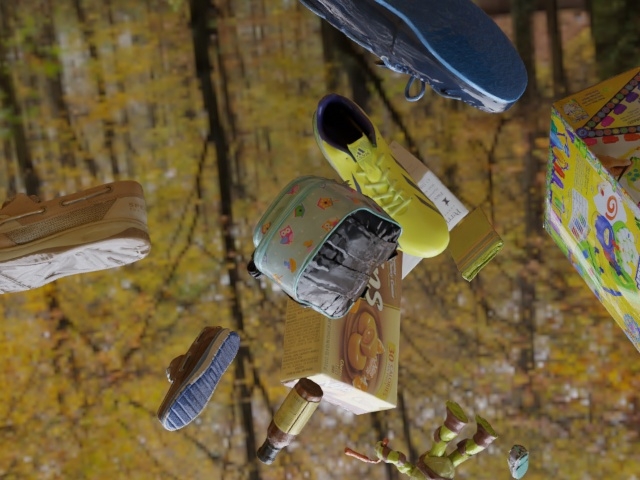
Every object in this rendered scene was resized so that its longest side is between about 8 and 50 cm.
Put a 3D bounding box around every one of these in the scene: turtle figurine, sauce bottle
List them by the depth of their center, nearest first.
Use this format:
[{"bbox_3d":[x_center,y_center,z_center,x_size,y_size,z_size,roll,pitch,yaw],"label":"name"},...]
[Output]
[{"bbox_3d":[-0.043,0.237,1.585,0.042,0.128,0.042,30,-159,-13],"label":"sauce bottle"},{"bbox_3d":[0.196,0.390,2.148,0.269,0.217,0.087,32,-161,-9],"label":"turtle figurine"}]

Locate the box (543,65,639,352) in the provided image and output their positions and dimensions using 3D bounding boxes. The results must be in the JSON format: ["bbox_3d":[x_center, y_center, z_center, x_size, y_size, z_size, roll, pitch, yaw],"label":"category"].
[{"bbox_3d":[0.469,-0.043,1.735,0.177,0.290,0.279,-23,-126,-10],"label":"box"}]

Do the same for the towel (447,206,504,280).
[{"bbox_3d":[0.303,0.004,2.396,0.102,0.021,0.237,-43,-165,10],"label":"towel"}]

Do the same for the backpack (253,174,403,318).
[{"bbox_3d":[0.000,0.000,1.551,0.144,0.166,0.188,41,-172,18],"label":"backpack"}]

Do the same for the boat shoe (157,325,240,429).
[{"bbox_3d":[-0.196,0.207,1.846,0.066,0.066,0.183,17,-124,33],"label":"boat shoe"}]

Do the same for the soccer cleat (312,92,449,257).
[{"bbox_3d":[0.079,-0.094,1.741,0.093,0.289,0.121,-34,157,-6],"label":"soccer cleat"}]

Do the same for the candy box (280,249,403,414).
[{"bbox_3d":[0.039,0.090,1.875,0.088,0.316,0.183,-17,147,37],"label":"candy box"}]

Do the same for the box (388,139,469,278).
[{"bbox_3d":[0.134,-0.054,2.140,0.181,0.119,0.182,-46,-153,4],"label":"box"}]

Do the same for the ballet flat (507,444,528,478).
[{"bbox_3d":[0.368,0.409,2.269,0.041,0.041,0.114,-4,149,4],"label":"ballet flat"}]

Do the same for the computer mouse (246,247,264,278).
[{"bbox_3d":[-0.032,0.061,2.051,0.193,0.106,0.042,38,-175,10],"label":"computer mouse"}]

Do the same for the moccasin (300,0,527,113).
[{"bbox_3d":[0.115,-0.279,1.585,0.138,0.342,0.117,-47,175,-36],"label":"moccasin"}]

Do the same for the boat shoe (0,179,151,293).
[{"bbox_3d":[-0.403,-0.005,1.698,0.341,0.110,0.121,-10,158,6],"label":"boat shoe"}]
